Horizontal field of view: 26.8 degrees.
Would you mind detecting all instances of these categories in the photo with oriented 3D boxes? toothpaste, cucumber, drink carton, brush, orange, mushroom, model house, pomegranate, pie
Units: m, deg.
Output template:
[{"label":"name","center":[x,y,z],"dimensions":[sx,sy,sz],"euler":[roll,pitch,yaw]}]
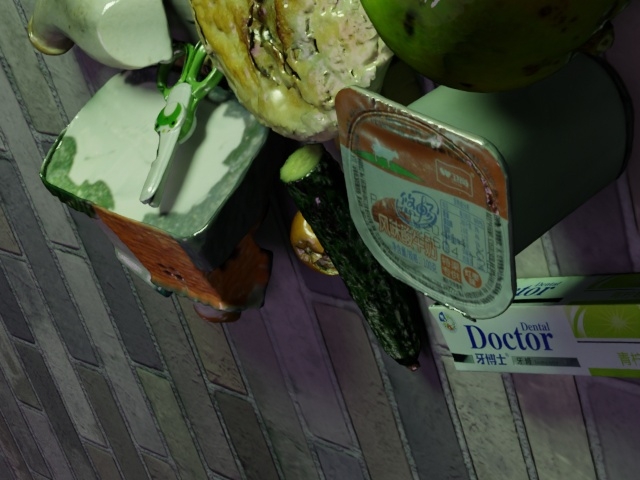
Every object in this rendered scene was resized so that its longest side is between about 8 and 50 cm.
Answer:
[{"label":"toothpaste","center":[0.243,0.080,1.247],"dimensions":[0.336,0.067,0.081],"euler":[-5,113,53]},{"label":"cucumber","center":[0.047,0.025,1.431],"dimensions":[0.067,0.067,0.293],"euler":[8,138,48]},{"label":"drink carton","center":[0.140,-0.066,1.121],"dimensions":[0.185,0.189,0.191],"euler":[23,137,37]},{"label":"brush","center":[0.008,-0.143,1.350],"dimensions":[0.233,0.047,0.103],"euler":[17,132,46]},{"label":"orange","center":[0.000,0.000,1.479],"dimensions":[0.086,0.062,0.086],"euler":[35,144,31]},{"label":"mushroom","center":[-0.261,-0.261,1.533],"dimensions":[0.270,0.103,0.118],"euler":[20,117,53]},{"label":"model house","center":[-0.139,-0.025,1.566],"dimensions":[0.271,0.190,0.301],"euler":[20,153,35]},{"label":"pomegranate","center":[0.110,-0.256,0.974],"dimensions":[0.302,0.236,0.236],"euler":[62,148,8]},{"label":"pie","center":[-0.044,-0.250,1.246],"dimensions":[0.339,0.077,0.339],"euler":[32,134,41]}]

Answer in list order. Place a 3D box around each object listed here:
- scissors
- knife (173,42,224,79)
[{"label":"scissors","center":[-0.154,-0.128,1.436],"dimensions":[0.101,0.204,0.027],"euler":[-8,149,40]},{"label":"knife","center":[-0.213,-0.226,1.574],"dimensions":[0.298,0.017,0.047],"euler":[24,139,37]}]
